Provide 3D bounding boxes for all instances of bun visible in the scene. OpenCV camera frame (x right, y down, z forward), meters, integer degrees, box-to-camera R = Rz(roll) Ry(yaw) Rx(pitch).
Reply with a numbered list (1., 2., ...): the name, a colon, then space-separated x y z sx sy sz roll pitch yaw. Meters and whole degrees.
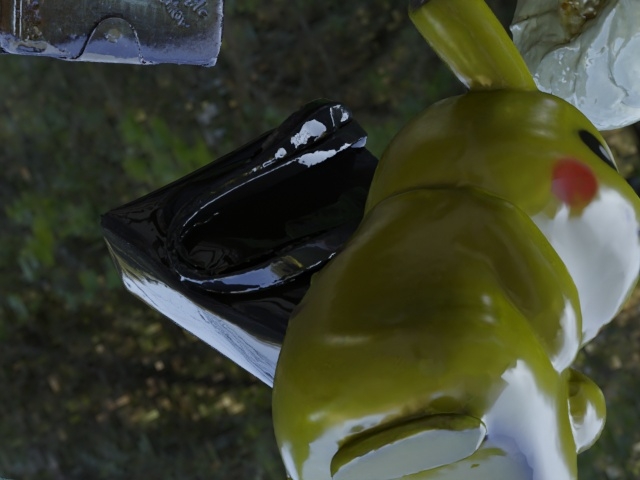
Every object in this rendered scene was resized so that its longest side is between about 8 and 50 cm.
1. bun: 0.220 -0.175 1.309 0.111 0.164 0.188 -9 149 -41

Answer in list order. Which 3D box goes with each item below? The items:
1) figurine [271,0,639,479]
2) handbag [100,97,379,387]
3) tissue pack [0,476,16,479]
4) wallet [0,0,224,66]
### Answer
1. figurine: 0.078 0.035 0.884 0.169 0.218 0.326 7 -135 24
2. handbag: 0.000 0.000 1.321 0.257 0.113 0.285 -35 -136 -30
3. tissue pack: -0.193 0.199 0.856 0.177 0.263 0.089 11 -122 4
4. wallet: -0.208 -0.240 1.694 0.232 0.121 0.031 1 -170 -18
